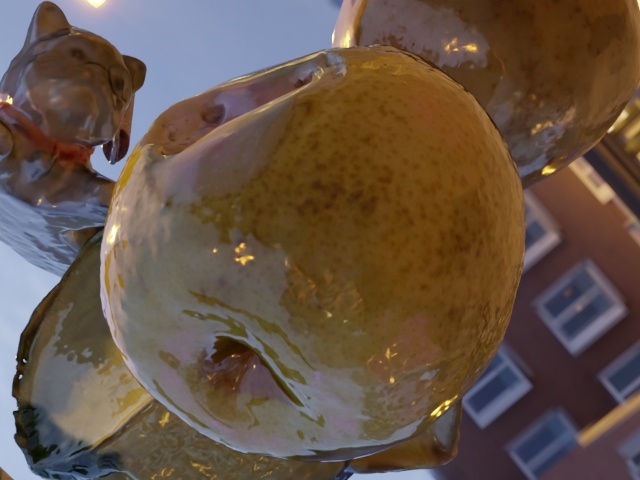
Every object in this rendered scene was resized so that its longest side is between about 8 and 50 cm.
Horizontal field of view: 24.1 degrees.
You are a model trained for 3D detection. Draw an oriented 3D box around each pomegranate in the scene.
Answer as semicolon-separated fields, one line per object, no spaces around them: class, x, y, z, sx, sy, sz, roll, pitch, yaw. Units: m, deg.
pomegranate;0.173;-0.222;1.598;0.342;0.342;0.342;45;-167;-14

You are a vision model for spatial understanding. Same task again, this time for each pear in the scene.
pear;0.000;0.000;0.920;0.271;0.271;0.271;45;-167;-14

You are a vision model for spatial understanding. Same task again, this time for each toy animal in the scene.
toy animal;-0.211;-0.065;1.415;0.308;0.266;0.188;26;-121;-24

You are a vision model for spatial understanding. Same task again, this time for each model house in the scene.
model house;-0.053;0.106;1.233;0.266;0.321;0.261;46;-178;-30

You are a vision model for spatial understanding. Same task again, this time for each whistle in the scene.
whistle;-0.234;-0.145;1.748;0.033;0.033;0.176;42;-158;-25

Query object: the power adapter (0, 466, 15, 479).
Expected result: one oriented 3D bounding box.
power adapter;-0.373;0.382;1.782;0.205;0.125;0.130;56;-167;-36
